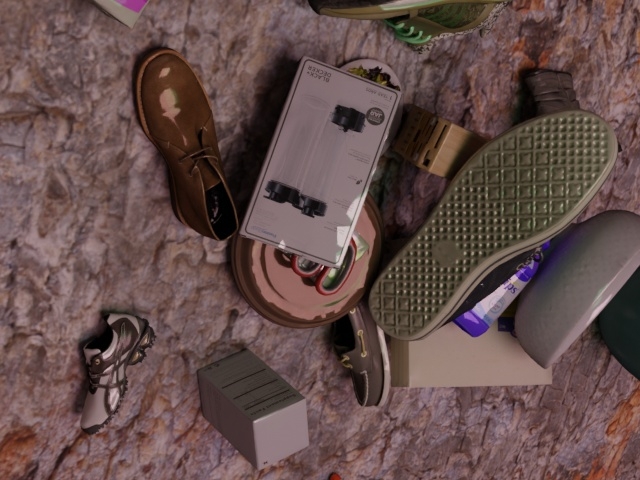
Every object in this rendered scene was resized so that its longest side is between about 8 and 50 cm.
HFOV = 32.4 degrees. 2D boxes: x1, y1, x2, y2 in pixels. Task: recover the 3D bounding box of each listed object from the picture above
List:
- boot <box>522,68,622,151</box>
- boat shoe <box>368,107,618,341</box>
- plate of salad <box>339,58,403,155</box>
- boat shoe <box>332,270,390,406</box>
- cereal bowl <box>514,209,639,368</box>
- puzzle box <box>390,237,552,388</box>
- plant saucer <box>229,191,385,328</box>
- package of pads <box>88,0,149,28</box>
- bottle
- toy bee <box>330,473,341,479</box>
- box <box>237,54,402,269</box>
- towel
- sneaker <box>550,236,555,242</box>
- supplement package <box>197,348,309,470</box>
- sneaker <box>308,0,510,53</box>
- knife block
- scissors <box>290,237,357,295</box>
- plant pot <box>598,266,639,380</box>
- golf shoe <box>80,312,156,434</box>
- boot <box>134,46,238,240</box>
[{"bbox_3d":[0.479,-0.240,2.069,0.246,0.083,0.161,6,73,-44],"label":"boot"},{"bbox_3d":[0.281,-0.026,1.801,0.500,0.187,0.156,-47,163,23],"label":"boat shoe"},{"bbox_3d":[0.065,-0.199,1.813,0.200,0.048,0.199,-18,123,-30],"label":"plate of salad"},{"bbox_3d":[0.063,0.170,1.970,0.091,0.109,0.305,-15,116,-20],"label":"boat shoe"},{"bbox_3d":[0.475,0.070,2.057,0.339,0.141,0.339,-43,163,-17],"label":"cereal bowl"},{"bbox_3d":[0.294,0.144,2.099,0.409,0.052,0.272,6,81,-40],"label":"puzzle box"},{"bbox_3d":[-0.013,0.015,1.813,0.278,0.041,0.277,-5,103,-23],"label":"plant saucer"},{"bbox_3d":[-0.287,-0.441,1.363,0.296,0.101,0.229,34,90,-45],"label":"package of pads"},{"bbox_3d":[0.327,0.037,1.970,0.118,0.092,0.283,42,88,-18],"label":"bottle"},{"bbox_3d":[0.067,0.539,2.163,0.195,0.162,0.298,-18,148,-41],"label":"toy bee"},{"bbox_3d":[-0.005,-0.117,1.692,0.169,0.087,0.290,19,90,-8],"label":"box"},{"bbox_3d":[0.000,0.000,1.780,0.113,0.023,0.152,-47,115,-6],"label":"towel"},{"bbox_3d":[0.356,-0.039,2.083,0.295,0.124,0.178,-29,115,-25],"label":"sneaker"},{"bbox_3d":[-0.113,0.279,1.834,0.105,0.179,0.105,-21,125,-29],"label":"supplement package"},{"bbox_3d":[0.160,-0.363,1.751,0.410,0.158,0.182,-12,137,-29],"label":"sneaker"},{"bbox_3d":[0.253,-0.139,1.872,0.242,0.275,0.088,23,98,-14],"label":"knife block"},{"bbox_3d":[0.047,-0.056,1.772,0.109,0.021,0.297,27,88,-26],"label":"scissors"},{"bbox_3d":[0.769,0.188,2.458,0.293,0.235,0.293,-18,123,-30],"label":"plant pot"},{"bbox_3d":[-0.337,0.200,1.695,0.094,0.077,0.198,27,88,-33],"label":"golf shoe"},{"bbox_3d":[-0.182,-0.134,1.605,0.112,0.115,0.305,-27,125,-19],"label":"boot"}]
